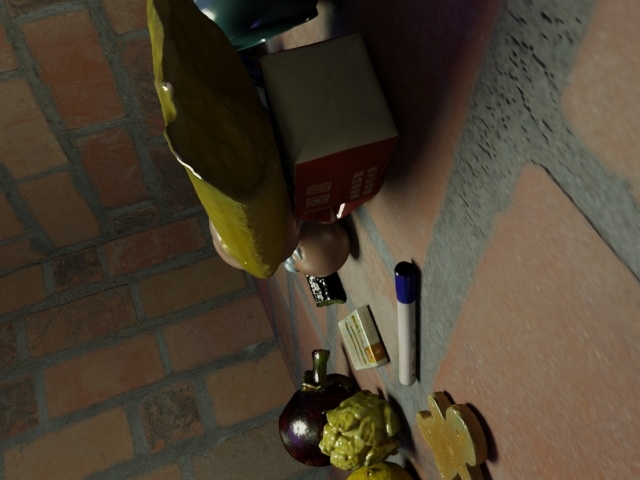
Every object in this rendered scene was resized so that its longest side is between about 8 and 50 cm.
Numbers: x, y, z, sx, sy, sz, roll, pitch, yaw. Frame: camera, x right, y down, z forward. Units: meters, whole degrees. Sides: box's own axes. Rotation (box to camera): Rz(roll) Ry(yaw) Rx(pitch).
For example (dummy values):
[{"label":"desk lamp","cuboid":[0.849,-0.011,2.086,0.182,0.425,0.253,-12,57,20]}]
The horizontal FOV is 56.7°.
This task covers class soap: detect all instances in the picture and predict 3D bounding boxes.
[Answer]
[{"label":"soap","cuboid":[-0.112,-0.111,0.769,0.427,0.115,0.306,91,159,-75]}]

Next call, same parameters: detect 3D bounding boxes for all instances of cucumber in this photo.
[{"label":"cucumber","cuboid":[-0.023,0.015,1.382,0.072,0.072,0.300,123,128,-75]}]

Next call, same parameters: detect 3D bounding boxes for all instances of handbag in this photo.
[{"label":"handbag","cuboid":[0.007,-0.145,0.867,0.298,0.150,0.171,95,157,-75]}]

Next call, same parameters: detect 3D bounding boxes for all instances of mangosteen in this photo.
[{"label":"mangosteen","cuboid":[-0.001,0.425,1.516,0.231,0.231,0.290,145,112,-77]}]

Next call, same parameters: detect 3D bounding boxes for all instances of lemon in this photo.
[{"label":"lemon","cuboid":[0.132,0.566,1.247,0.178,0.178,0.203,-150,42,-72]}]

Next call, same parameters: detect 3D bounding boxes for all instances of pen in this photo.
[{"label":"pen","cuboid":[0.136,0.142,0.943,0.033,0.033,0.269,-122,19,-47]}]

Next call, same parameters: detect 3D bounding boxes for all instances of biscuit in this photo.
[{"label":"biscuit","cuboid":[0.202,0.304,0.893,0.234,0.030,0.153,95,153,-60]}]

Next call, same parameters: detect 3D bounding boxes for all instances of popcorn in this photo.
[{"label":"popcorn","cuboid":[0.083,0.403,1.245,0.174,0.168,0.195,50,171,4]}]

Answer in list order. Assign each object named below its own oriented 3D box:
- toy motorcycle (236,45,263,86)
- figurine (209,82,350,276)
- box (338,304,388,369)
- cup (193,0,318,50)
[{"label":"toy motorcycle","cuboid":[-0.244,-0.369,1.413,0.319,0.240,0.182,-147,47,-69]},{"label":"figurine","cuboid":[-0.113,-0.108,1.163,0.248,0.276,0.389,-24,66,37]},{"label":"box","cuboid":[0.087,0.214,1.265,0.220,0.032,0.122,118,133,-73]},{"label":"cup","cuboid":[-0.097,-0.418,0.806,0.289,0.219,0.258,-5,106,45]}]
